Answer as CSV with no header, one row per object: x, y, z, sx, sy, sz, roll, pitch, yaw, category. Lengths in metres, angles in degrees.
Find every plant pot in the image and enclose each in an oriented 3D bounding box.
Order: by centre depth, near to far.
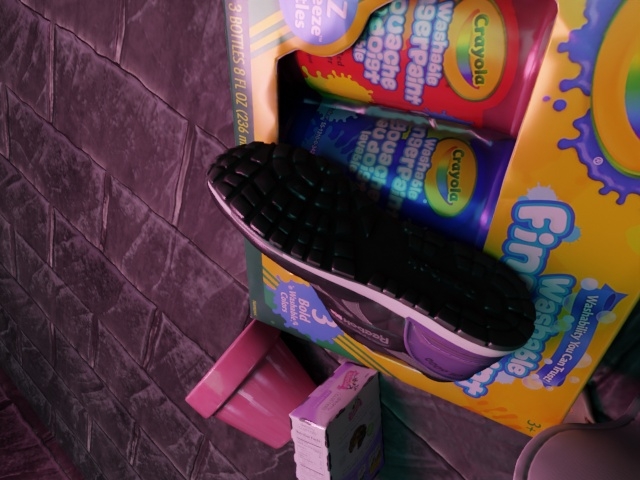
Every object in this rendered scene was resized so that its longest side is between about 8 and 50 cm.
-0.107,0.263,0.839,0.180,0.201,0.201,41,129,-1,plant pot

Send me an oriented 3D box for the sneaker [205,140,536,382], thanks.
0.018,0.031,0.394,0.283,0.107,0.124,33,140,9,sneaker

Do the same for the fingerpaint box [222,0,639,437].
0.110,-0.055,0.454,0.371,0.163,0.445,19,131,20,fingerpaint box

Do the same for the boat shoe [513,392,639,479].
0.288,0.222,0.429,0.114,0.302,0.091,36,124,57,boat shoe

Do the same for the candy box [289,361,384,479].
0.033,0.327,0.755,0.070,0.165,0.196,7,110,34,candy box

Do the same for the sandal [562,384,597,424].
0.318,0.244,0.576,0.072,0.049,0.180,-20,94,41,sandal
